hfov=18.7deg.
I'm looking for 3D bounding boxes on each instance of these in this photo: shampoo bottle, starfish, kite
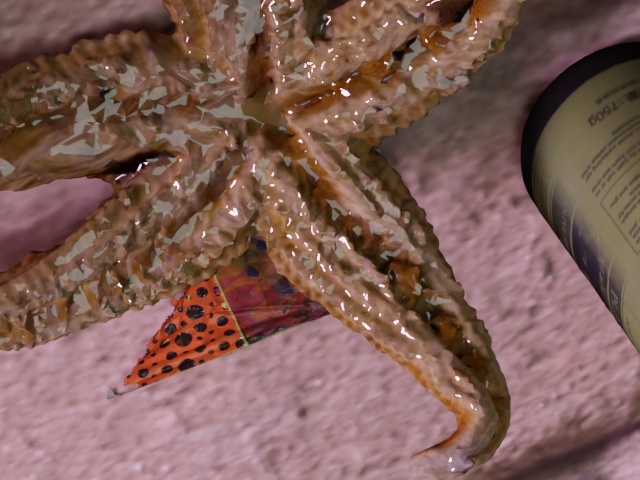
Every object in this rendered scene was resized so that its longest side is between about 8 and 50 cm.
[{"bbox_3d":[0.176,0.024,0.804,0.101,0.284,0.101,-10,126,-14],"label":"shampoo bottle"},{"bbox_3d":[-0.026,-0.044,0.803,0.375,0.094,0.327,-43,102,12],"label":"starfish"},{"bbox_3d":[0.000,0.001,0.903,0.125,0.008,0.222,14,118,-29],"label":"kite"}]
